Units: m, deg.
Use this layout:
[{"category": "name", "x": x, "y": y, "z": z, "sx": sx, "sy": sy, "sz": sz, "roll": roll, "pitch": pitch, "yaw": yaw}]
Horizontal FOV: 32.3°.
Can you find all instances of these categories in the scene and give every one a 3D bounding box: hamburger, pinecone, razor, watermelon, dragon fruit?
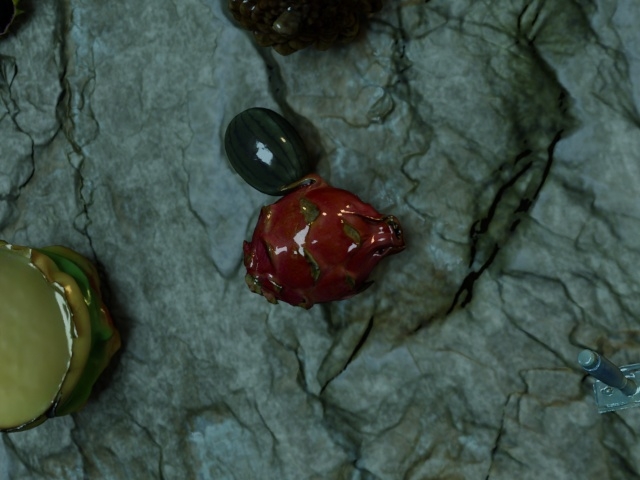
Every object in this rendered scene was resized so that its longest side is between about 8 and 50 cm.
[{"category": "hamburger", "x": -0.343, "y": 0.104, "z": 1.281, "sx": 0.237, "sy": 0.149, "sz": 0.237, "roll": 1, "pitch": 92, "yaw": 19}, {"category": "pinecone", "x": -0.024, "y": -0.304, "z": 1.111, "sx": 0.186, "sy": 0.169, "sz": 0.212, "roll": -16, "pitch": 83, "yaw": 31}, {"category": "razor", "x": 0.256, "y": 0.117, "z": 0.980, "sx": 0.068, "sy": 0.135, "sz": 0.040, "roll": -17, "pitch": 63, "yaw": 26}, {"category": "watermelon", "x": -0.056, "y": -0.093, "z": 1.176, "sx": 0.078, "sy": 0.078, "sz": 0.110, "roll": -48, "pitch": 70, "yaw": 18}, {"category": "dragon fruit", "x": 0.000, "y": 0.000, "z": 1.117, "sx": 0.166, "sy": 0.136, "sz": 0.133, "roll": -14, "pitch": 85, "yaw": 15}]

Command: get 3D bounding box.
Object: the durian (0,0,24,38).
[{"category": "durian", "x": -0.441, "y": -0.315, "z": 1.384, "sx": 0.187, "sy": 0.119, "sz": 0.108, "roll": -3, "pitch": 49, "yaw": 16}]
